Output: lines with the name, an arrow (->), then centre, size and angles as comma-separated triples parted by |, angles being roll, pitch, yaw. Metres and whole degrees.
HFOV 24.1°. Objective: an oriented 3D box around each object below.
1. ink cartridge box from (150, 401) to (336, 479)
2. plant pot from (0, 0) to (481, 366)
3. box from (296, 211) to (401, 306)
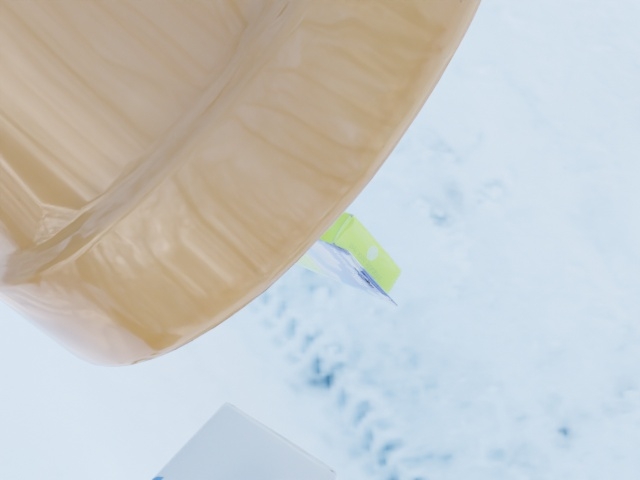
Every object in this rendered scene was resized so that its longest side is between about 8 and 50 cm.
ink cartridge box -> -0.147, 0.425, 1.741 | 0.166, 0.285, 0.395 | 31, 141, 17
plant pot -> -0.094, -0.124, 0.611 | 0.291, 0.203, 0.291 | -39, 29, 26
box -> 0.000, 0.000, 1.496 | 0.178, 0.109, 0.042 | 21, 72, 43
